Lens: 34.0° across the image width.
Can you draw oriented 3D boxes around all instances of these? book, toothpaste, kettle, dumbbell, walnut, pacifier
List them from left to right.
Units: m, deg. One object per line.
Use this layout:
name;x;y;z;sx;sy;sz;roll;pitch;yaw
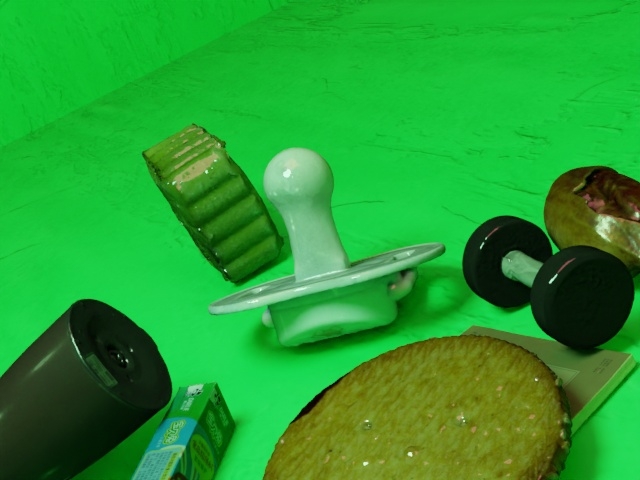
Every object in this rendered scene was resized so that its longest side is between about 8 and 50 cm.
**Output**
kettle;-0.286;0.181;1.135;0.232;0.144;0.202;-39;3;16
toothpaste;-0.149;0.242;1.016;0.050;0.065;0.267;-13;24;20
pacifier;0.000;0.000;1.222;0.287;0.226;0.238;-12;7;19
book;0.185;0.137;1.016;0.138;0.016;0.198;-37;27;-31
dumbbell;0.227;0.038;1.068;0.100;0.100;0.191;-26;18;-11
walnut;0.310;-0.019;1.131;0.115;0.116;0.207;-21;24;1

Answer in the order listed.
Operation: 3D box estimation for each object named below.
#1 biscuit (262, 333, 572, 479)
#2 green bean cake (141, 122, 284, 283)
biscuit;0.082;0.193;0.937;0.305;0.038;0.305;-22;27;12
green bean cake;-0.153;-0.055;1.494;0.113;0.200;0.214;-35;29;-7
